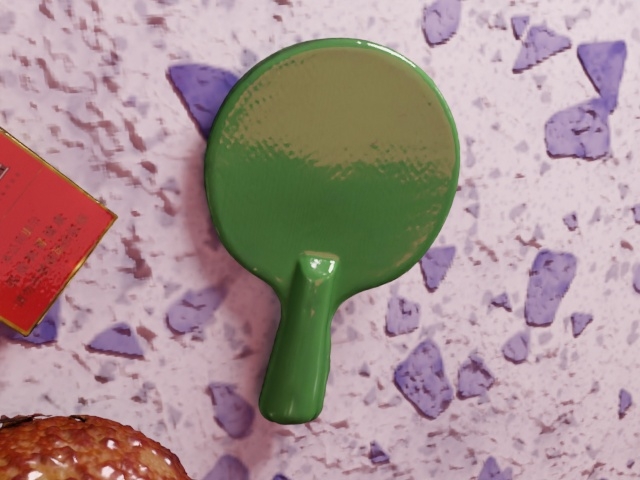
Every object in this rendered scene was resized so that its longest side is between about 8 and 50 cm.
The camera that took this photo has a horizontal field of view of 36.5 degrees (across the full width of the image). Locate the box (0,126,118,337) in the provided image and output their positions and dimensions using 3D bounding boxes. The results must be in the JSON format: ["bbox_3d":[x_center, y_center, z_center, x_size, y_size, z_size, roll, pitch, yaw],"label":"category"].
[{"bbox_3d":[-0.191,-0.017,0.540,0.133,0.023,0.090,41,82,-29],"label":"box"}]

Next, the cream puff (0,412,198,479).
[{"bbox_3d":[-0.161,0.221,0.546,0.240,0.164,0.240,-11,113,-27],"label":"cream puff"}]

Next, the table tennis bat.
[{"bbox_3d":[0.000,0.000,0.618,0.160,0.039,0.257,8,105,-9],"label":"table tennis bat"}]
